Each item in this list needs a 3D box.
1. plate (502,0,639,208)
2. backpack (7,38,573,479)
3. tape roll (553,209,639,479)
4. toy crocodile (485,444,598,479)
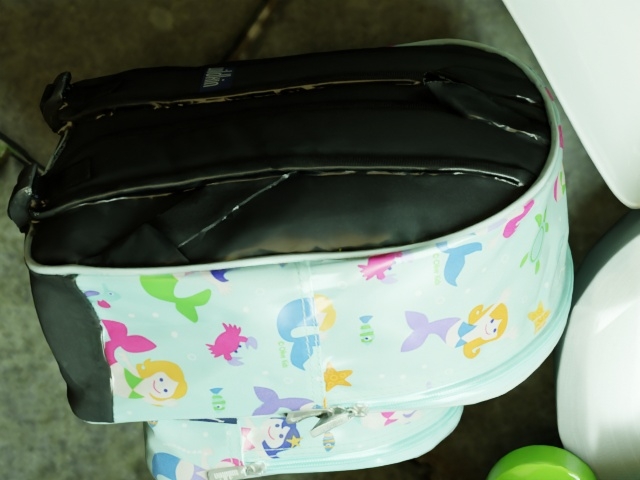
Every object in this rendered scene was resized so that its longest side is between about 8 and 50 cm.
[{"bbox_3d":[0.208,-0.200,0.686,0.278,0.045,0.277,-31,94,15],"label":"plate"},{"bbox_3d":[0.000,0.000,0.676,0.253,0.225,0.191,-12,121,7],"label":"backpack"},{"bbox_3d":[0.235,0.074,0.724,0.219,0.072,0.219,2,101,9],"label":"tape roll"},{"bbox_3d":[0.179,0.159,0.657,0.340,0.115,0.105,-11,105,14],"label":"toy crocodile"}]
